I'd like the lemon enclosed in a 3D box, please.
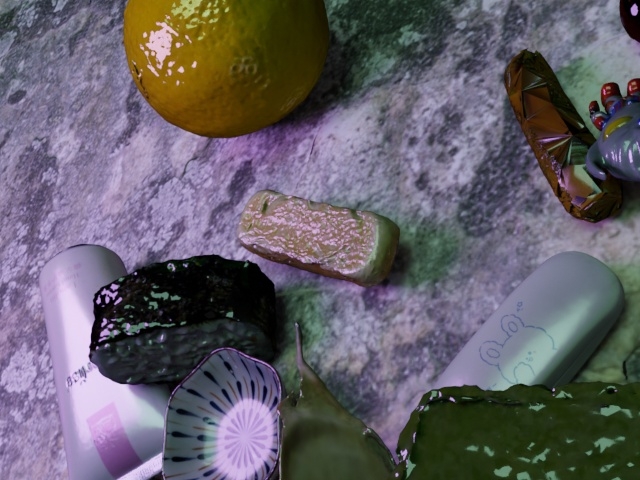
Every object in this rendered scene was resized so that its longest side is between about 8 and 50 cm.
[{"bbox_3d":[-0.127,-0.274,1.141,0.293,0.293,0.293,-20,52,28],"label":"lemon"}]

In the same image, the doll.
[{"bbox_3d":[0.306,-0.102,0.798,0.104,0.062,0.194,8,35,4],"label":"doll"}]

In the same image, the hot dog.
[{"bbox_3d":[0.000,0.000,0.999,0.243,0.073,0.084,13,74,43],"label":"hot dog"}]

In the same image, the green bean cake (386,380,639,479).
[{"bbox_3d":[0.205,0.274,0.575,0.335,0.218,0.319,1,56,32],"label":"green bean cake"}]

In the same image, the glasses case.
[{"bbox_3d":[0.188,0.110,0.787,0.233,0.059,0.092,-48,43,1],"label":"glasses case"}]

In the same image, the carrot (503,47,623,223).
[{"bbox_3d":[0.251,-0.115,0.886,0.069,0.069,0.228,-32,47,19],"label":"carrot"}]

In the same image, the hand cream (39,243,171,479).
[{"bbox_3d":[-0.286,0.164,1.101,0.186,0.118,0.358,-32,53,8],"label":"hand cream"}]

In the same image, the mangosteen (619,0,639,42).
[{"bbox_3d":[0.350,-0.245,0.877,0.081,0.081,0.080,-20,52,28],"label":"mangosteen"}]

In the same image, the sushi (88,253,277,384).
[{"bbox_3d":[-0.165,0.092,1.007,0.225,0.124,0.127,-9,50,6],"label":"sushi"}]

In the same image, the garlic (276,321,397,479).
[{"bbox_3d":[0.011,0.264,0.738,0.151,0.196,0.338,-10,48,30],"label":"garlic"}]

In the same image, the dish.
[{"bbox_3d":[-0.091,0.216,0.931,0.191,0.066,0.190,-17,61,33],"label":"dish"}]
